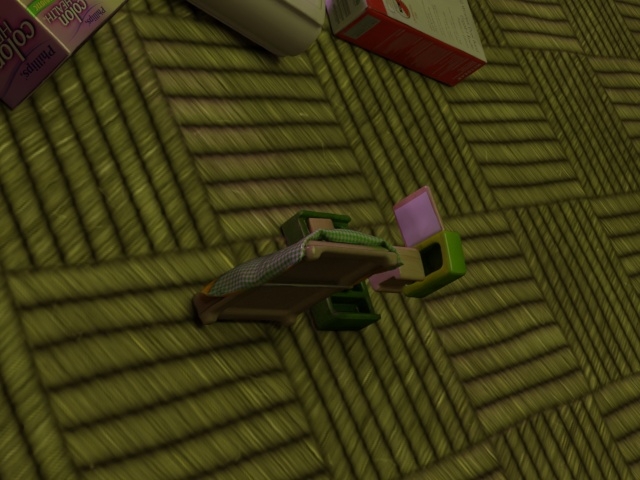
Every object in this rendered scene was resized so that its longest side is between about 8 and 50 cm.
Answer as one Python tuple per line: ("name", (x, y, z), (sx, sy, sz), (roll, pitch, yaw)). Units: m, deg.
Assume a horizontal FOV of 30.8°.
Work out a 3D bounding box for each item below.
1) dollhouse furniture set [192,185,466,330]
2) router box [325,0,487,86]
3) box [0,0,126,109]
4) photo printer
("dollhouse furniture set", (0.000, 0.000, 1.374), (0.301, 0.197, 0.151), (6, 60, -48))
("router box", (0.118, -0.454, 1.961), (0.301, 0.082, 0.335), (14, 53, -43))
("box", (-0.345, -0.307, 1.279), (0.243, 0.117, 0.213), (45, 37, -14))
("photo printer", (-0.135, -0.424, 1.622), (0.307, 0.107, 0.256), (27, 45, -34))
